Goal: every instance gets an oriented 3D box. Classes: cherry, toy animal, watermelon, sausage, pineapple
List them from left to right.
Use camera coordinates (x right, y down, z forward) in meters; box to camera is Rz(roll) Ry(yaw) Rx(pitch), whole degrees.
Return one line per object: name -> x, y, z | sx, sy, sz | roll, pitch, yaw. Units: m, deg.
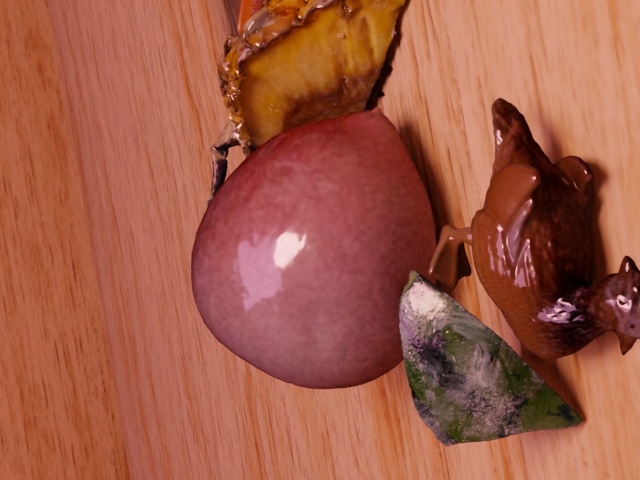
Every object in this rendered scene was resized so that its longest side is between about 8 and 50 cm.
sausage -> -0.083, -0.286, 1.095 | 0.031, 0.031, 0.107 | 59, 147, 38
pineapple -> -0.044, -0.166, 0.906 | 0.161, 0.158, 0.334 | 62, 150, 34
cherry -> -0.007, 0.008, 0.820 | 0.239, 0.206, 0.239 | 31, 135, 37
watermelon -> 0.109, 0.094, 0.694 | 0.155, 0.101, 0.080 | 51, -171, -23
toy animal -> 0.158, -0.008, 0.630 | 0.179, 0.089, 0.188 | 5, 104, 59
